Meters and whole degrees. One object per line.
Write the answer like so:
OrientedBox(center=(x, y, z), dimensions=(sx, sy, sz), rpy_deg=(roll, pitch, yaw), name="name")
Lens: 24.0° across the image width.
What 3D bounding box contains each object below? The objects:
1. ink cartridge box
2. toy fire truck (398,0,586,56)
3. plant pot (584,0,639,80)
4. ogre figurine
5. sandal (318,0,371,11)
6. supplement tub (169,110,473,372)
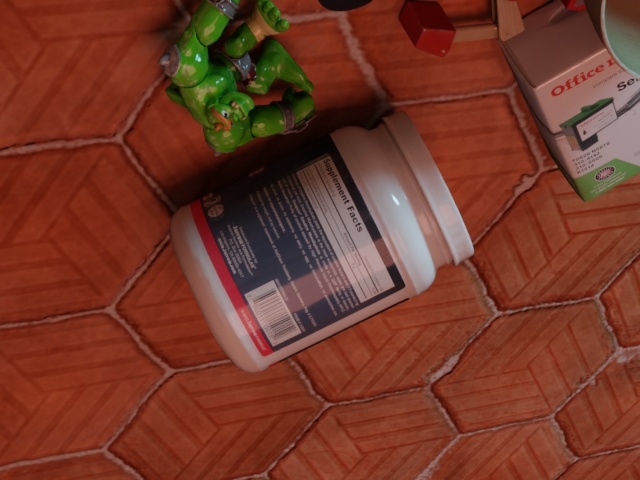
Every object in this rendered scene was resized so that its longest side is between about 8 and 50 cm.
OrientedBox(center=(0.303, -0.165, 1.607), dimensions=(0.160, 0.093, 0.219), rpy_deg=(-31, 141, 6), name="ink cartridge box")
OrientedBox(center=(0.188, -0.243, 1.497), dimensions=(0.192, 0.047, 0.135), rpy_deg=(2, 134, -31), name="toy fire truck")
OrientedBox(center=(0.345, -0.311, 1.391), dimensions=(0.284, 0.191, 0.284), rpy_deg=(-15, 140, -13), name="plant pot")
OrientedBox(center=(-0.080, -0.156, 1.424), dimensions=(0.118, 0.097, 0.197), rpy_deg=(-40, 157, -10), name="ogre figurine")
OrientedBox(center=(0.033, -0.304, 1.341), dimensions=(0.097, 0.054, 0.254), rpy_deg=(-18, 140, -9), name="sandal")
OrientedBox(center=(0.000, 0.000, 1.553), dimensions=(0.272, 0.191, 0.191), rpy_deg=(-26, 141, 1), name="supplement tub")
